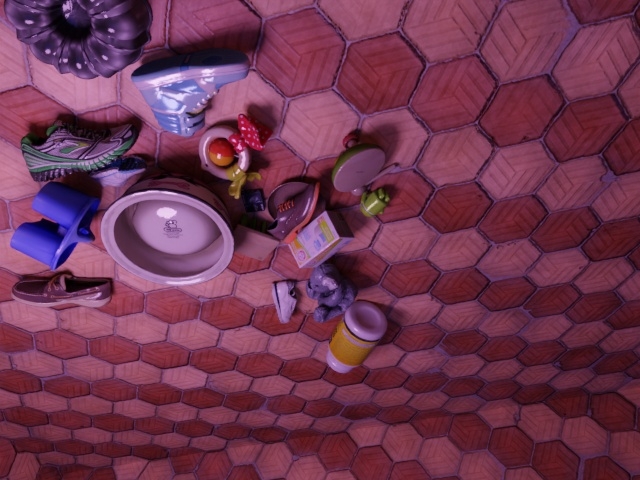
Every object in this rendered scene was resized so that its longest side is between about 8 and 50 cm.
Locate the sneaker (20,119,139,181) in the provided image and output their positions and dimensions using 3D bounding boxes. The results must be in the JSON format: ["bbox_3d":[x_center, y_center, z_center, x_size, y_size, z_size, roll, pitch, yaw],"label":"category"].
[{"bbox_3d":[-0.690,-0.275,1.300,0.343,0.134,0.147,-14,119,0],"label":"sneaker"}]

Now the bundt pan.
[{"bbox_3d":[-0.578,-0.528,1.070,0.330,0.124,0.331,-1,134,-1],"label":"bundt pan"}]

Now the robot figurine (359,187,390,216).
[{"bbox_3d":[0.183,-0.125,1.544,0.101,0.067,0.115,24,128,-30],"label":"robot figurine"}]

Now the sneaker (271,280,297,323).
[{"bbox_3d":[-0.138,0.259,1.884,0.094,0.090,0.235,-13,135,-4],"label":"sneaker"}]

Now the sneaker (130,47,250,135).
[{"bbox_3d":[-0.318,-0.386,1.225,0.318,0.127,0.208,-3,133,13],"label":"sneaker"}]

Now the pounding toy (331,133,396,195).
[{"bbox_3d":[0.108,-0.246,1.419,0.183,0.110,0.236,-39,155,16],"label":"pounding toy"}]

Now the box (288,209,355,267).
[{"bbox_3d":[0.000,0.000,1.597,0.203,0.114,0.103,-38,158,29],"label":"box"}]

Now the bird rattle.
[{"bbox_3d":[-0.265,-0.258,1.353,0.206,0.143,0.254,16,130,4],"label":"bird rattle"}]

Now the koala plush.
[{"bbox_3d":[0.030,0.161,1.739,0.203,0.196,0.221,-20,132,0],"label":"koala plush"}]

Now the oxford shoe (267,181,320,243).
[{"bbox_3d":[-0.089,-0.095,1.489,0.098,0.097,0.271,24,128,-17],"label":"oxford shoe"}]

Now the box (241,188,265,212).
[{"bbox_3d":[-0.227,-0.134,1.542,0.067,0.018,0.083,-6,134,2],"label":"box"}]

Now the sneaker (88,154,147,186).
[{"bbox_3d":[-0.616,-0.208,1.420,0.190,0.072,0.083,-7,141,14],"label":"sneaker"}]

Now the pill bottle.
[{"bbox_3d":[0.144,0.433,1.992,0.187,0.188,0.334,12,131,-15],"label":"pill bottle"}]

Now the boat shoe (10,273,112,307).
[{"bbox_3d":[-0.976,0.174,1.728,0.341,0.123,0.123,8,125,-16],"label":"boat shoe"}]

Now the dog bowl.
[{"bbox_3d":[-0.474,-0.041,1.472,0.407,0.151,0.408,-1,133,-2],"label":"dog bowl"}]

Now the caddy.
[{"bbox_3d":[-0.778,-0.043,1.392,0.179,0.341,0.241,30,86,-20],"label":"caddy"}]

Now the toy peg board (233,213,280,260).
[{"bbox_3d":[-0.244,-0.015,1.630,0.161,0.079,0.160,20,145,-21],"label":"toy peg board"}]

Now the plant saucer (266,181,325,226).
[{"bbox_3d":[-0.083,-0.127,1.546,0.198,0.036,0.199,-2,135,-2],"label":"plant saucer"}]
